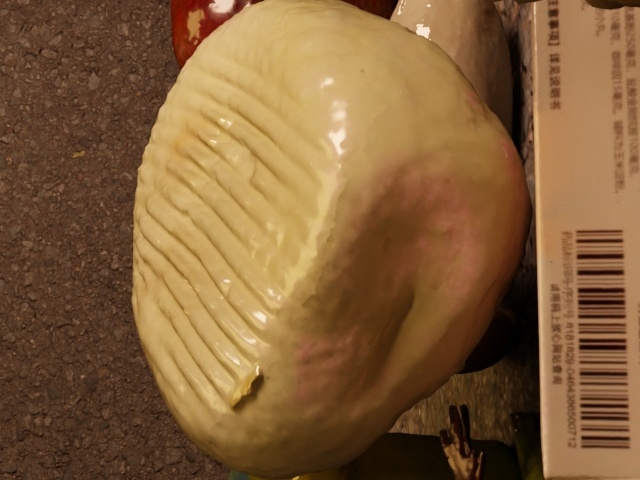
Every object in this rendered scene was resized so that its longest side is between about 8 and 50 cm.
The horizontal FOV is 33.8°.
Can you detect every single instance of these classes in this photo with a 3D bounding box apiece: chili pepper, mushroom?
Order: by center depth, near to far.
[{"bbox_3d":[0.168,0.185,0.753,0.049,0.043,0.208,55,-162,-35],"label":"chili pepper"},{"bbox_3d":[0.107,-0.062,0.899,0.128,0.128,0.350,141,126,-75],"label":"mushroom"}]

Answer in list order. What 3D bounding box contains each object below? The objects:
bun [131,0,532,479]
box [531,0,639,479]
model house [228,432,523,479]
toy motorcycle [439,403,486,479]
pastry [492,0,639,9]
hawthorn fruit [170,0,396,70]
[{"bbox_3d":[0.000,0.000,0.778,0.361,0.213,0.361,-28,54,47],"label":"bun"},{"bbox_3d":[0.155,-0.044,0.613,0.214,0.069,0.353,36,-125,-76],"label":"box"},{"bbox_3d":[0.034,0.280,0.883,0.215,0.237,0.303,-102,19,-53],"label":"model house"},{"bbox_3d":[0.108,0.316,0.707,0.207,0.134,0.401,136,121,-68],"label":"toy motorcycle"},{"bbox_3d":[0.162,-0.228,0.350,0.329,0.136,0.330,-35,38,33],"label":"pastry"},{"bbox_3d":[-0.053,-0.273,1.343,0.311,0.295,0.295,121,150,-61],"label":"hawthorn fruit"}]
